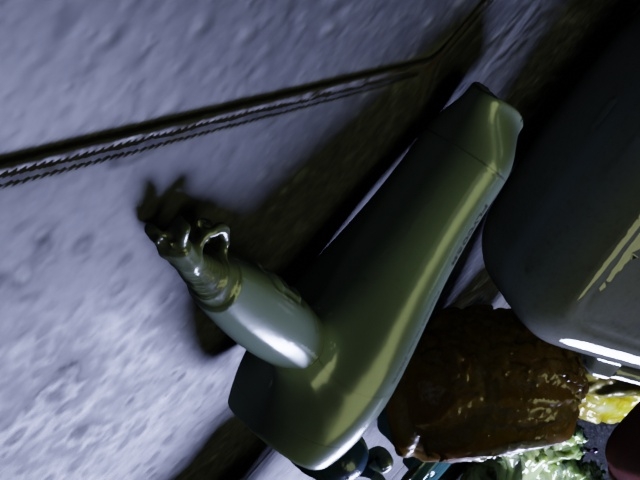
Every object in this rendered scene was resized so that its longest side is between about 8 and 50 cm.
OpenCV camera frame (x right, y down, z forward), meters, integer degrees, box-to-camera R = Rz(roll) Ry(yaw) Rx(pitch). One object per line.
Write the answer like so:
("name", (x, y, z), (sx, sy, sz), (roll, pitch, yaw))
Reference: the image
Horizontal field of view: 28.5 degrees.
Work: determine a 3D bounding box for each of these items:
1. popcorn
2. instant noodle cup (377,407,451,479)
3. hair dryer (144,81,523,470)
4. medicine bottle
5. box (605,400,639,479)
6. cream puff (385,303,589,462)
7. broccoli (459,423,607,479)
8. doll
("popcorn", (0.450, 0.191, 1.904), (0.197, 0.156, 0.198), (-16, 149, -10))
("instant noodle cup", (0.120, 0.138, 1.111), (0.179, 0.070, 0.157), (-48, 164, -2))
("hair dryer", (0.000, 0.000, 0.560), (0.206, 0.075, 0.237), (-57, 154, 5))
("medicine bottle", (0.302, -0.014, 0.889), (0.375, 0.123, 0.282), (16, 117, -37))
("box", (0.573, 0.227, 1.725), (0.404, 0.108, 0.263), (-39, -162, -19))
("cream puff", (0.118, 0.105, 0.936), (0.165, 0.115, 0.150), (-17, 166, 34))
("broccoli", (0.224, 0.450, 1.793), (0.397, 0.274, 0.353), (-48, 120, -23))
("doll", (0.009, 0.135, 0.822), (0.050, 0.076, 0.083), (-48, 158, -3))
